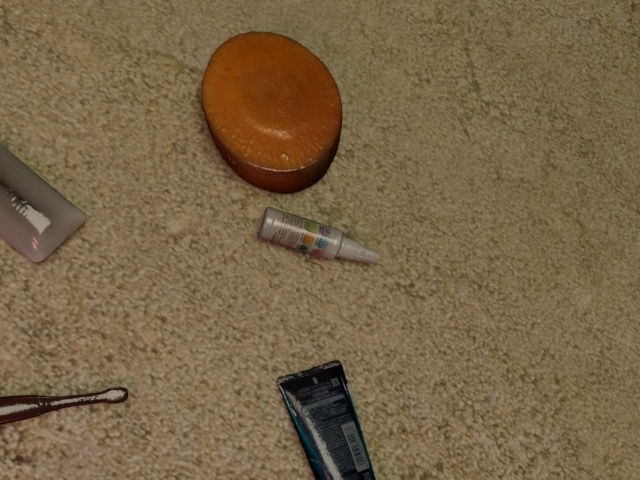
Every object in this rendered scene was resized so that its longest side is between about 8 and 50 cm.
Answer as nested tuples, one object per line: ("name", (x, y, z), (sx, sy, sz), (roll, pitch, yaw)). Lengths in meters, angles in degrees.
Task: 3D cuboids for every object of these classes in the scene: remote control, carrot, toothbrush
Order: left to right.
("remote control", (-0.512, -0.103, 0.984), (0.313, 0.055, 0.109), (41, 66, -4))
("toothbrush", (-0.460, 0.241, 0.912), (0.364, 0.041, 0.040), (-4, 76, -21))
("carrot", (-0.086, -0.236, 1.160), (0.259, 0.100, 0.307), (-12, 71, -20))

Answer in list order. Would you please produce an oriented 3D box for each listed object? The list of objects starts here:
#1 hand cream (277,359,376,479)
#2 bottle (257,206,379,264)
("hand cream", (0.025, 0.336, 1.047), (0.120, 0.061, 0.270), (-13, 74, -24))
("bottle", (0.000, 0.000, 1.130), (0.217, 0.060, 0.060), (18, 69, -12))
